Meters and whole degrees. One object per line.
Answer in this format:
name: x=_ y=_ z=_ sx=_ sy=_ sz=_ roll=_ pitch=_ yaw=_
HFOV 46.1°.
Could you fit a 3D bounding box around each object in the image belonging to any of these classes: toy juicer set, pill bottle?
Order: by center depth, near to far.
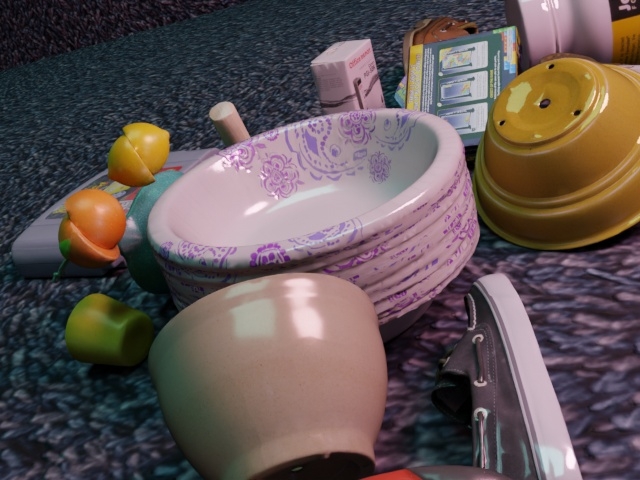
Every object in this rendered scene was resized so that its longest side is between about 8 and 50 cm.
toy juicer set: x=-0.161 y=-0.039 z=0.787 sx=0.089 sy=0.209 sz=0.329 roll=9 pitch=36 yaw=28
pill bottle: x=0.431 y=-0.328 z=1.017 sx=0.334 sy=0.188 sz=0.188 roll=-14 pitch=26 yaw=8

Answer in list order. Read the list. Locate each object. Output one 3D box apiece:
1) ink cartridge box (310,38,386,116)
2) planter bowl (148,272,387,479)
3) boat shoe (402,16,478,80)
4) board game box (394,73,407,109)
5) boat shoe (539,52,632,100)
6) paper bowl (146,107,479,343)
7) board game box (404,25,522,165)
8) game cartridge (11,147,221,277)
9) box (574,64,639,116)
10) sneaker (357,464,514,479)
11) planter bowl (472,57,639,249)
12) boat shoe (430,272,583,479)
ink cartridge box: x=0.045 y=-0.206 z=1.070 sx=0.056 sy=0.135 sz=0.099 roll=0 pitch=31 yaw=29
planter bowl: x=-0.024 y=0.113 z=0.494 sx=0.162 sy=0.162 sz=0.109 roll=-18 pitch=53 yaw=-2
boat shoe: x=0.193 y=-0.286 z=1.166 sx=0.104 sy=0.110 sz=0.307 roll=-3 pitch=34 yaw=16
board game box: x=0.177 y=-0.197 z=0.997 sx=0.133 sy=0.033 sz=0.168 roll=-27 pitch=57 yaw=-3
boat shoe: x=0.353 y=-0.184 z=0.932 sx=0.178 sy=0.060 sz=0.064 roll=27 pitch=45 yaw=38
paper bowl: x=0.000 y=0.000 z=0.682 sx=0.284 sy=0.148 sz=0.284 roll=-13 pitch=26 yaw=7
board game box: x=0.178 y=-0.174 z=0.935 sx=0.141 sy=0.048 sz=0.170 roll=-5 pitch=63 yaw=25
game cartridge: x=-0.282 y=-0.046 z=1.055 sx=0.196 sy=0.060 sz=0.294 roll=-7 pitch=28 yaw=29
box: x=0.325 y=-0.135 z=0.816 sx=0.101 sy=0.087 sz=0.102 roll=13 pitch=38 yaw=45
sneaker: x=-0.016 y=0.208 z=0.357 sx=0.270 sy=0.090 sz=0.145 roll=-17 pitch=27 yaw=8
planter bowl: x=0.227 y=-0.106 z=0.715 sx=0.217 sy=0.090 sz=0.217 roll=-22 pitch=46 yaw=25
boat shoe: x=0.112 y=0.103 z=0.505 sx=0.076 sy=0.080 sz=0.228 roll=-12 pitch=34 yaw=7
